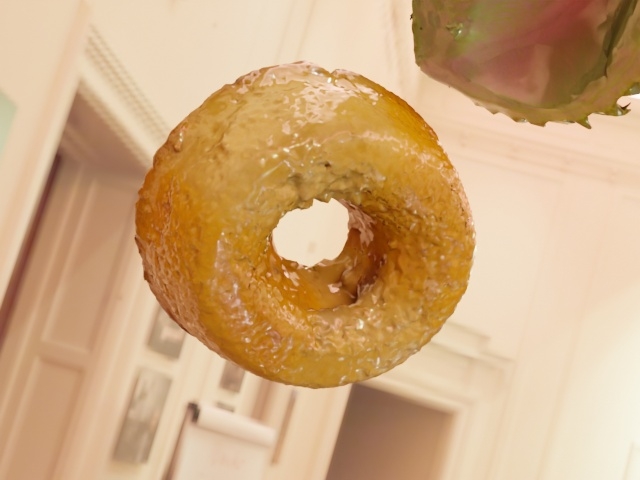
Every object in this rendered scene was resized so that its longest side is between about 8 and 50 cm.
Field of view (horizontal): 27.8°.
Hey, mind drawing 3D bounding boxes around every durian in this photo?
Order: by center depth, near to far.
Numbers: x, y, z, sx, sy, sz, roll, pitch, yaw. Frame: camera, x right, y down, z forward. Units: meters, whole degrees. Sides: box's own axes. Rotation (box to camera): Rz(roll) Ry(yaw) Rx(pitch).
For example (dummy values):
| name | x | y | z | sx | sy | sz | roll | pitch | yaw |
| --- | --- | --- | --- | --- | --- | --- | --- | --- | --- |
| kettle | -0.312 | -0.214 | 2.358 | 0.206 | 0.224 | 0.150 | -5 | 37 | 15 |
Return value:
| name | x | y | z | sx | sy | sz | roll | pitch | yaw |
| --- | --- | --- | --- | --- | --- | --- | --- | --- | --- |
| durian | 0.134 | -0.190 | 0.723 | 0.169 | 0.158 | 0.352 | -1 | -39 | 0 |

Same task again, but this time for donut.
| name | x | y | z | sx | sy | sz | roll | pitch | yaw |
| --- | --- | --- | --- | --- | --- | --- | --- | --- | --- |
| donut | 0.000 | 0.000 | 0.637 | 0.178 | 0.162 | 0.065 | 21 | 11 | -33 |
